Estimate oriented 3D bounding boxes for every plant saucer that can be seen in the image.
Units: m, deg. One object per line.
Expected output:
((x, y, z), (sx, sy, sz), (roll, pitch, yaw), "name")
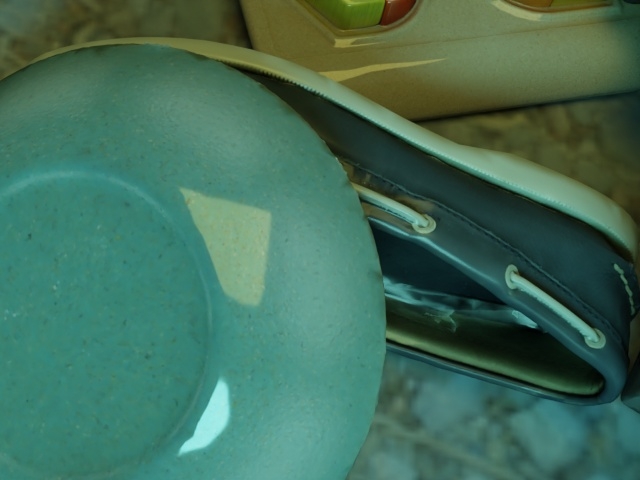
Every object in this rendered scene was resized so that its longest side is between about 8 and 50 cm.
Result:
((-0.076, 0.028, 0.396), (0.195, 0.037, 0.194), (0, 89, 17), "plant saucer")

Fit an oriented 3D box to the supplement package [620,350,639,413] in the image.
((0.187, 0.017, 0.363), (0.134, 0.244, 0.139), (25, 87, 13), "supplement package")

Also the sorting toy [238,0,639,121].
((0.048, -0.157, 0.561), (0.193, 0.038, 0.208), (-9, 67, -14), "sorting toy")

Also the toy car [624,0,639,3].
((0.161, -0.156, 0.538), (0.239, 0.053, 0.225), (0, 59, -26), "toy car")

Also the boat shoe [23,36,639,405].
((0.000, 0.000, 0.452), (0.255, 0.095, 0.079), (20, 52, -10), "boat shoe")
